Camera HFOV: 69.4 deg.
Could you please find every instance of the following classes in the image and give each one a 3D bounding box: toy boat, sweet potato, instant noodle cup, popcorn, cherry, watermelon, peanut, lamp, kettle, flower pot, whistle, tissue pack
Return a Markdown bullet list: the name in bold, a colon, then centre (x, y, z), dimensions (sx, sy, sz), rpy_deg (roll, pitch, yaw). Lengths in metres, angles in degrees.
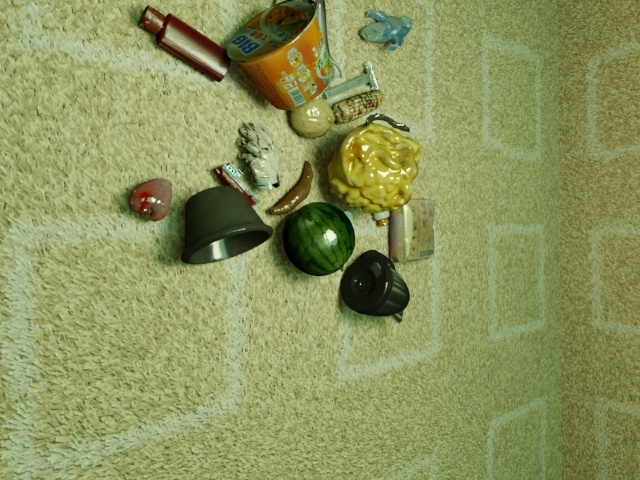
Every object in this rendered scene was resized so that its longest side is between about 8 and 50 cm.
- **toy boat**: centre (-0.251, -0.171, 1.418), dimensions (0.059, 0.069, 0.173), rpy_deg (-48, 113, -19)
- **sweet potato**: centre (-0.081, -0.164, 1.565), dimensions (0.078, 0.058, 0.255), rpy_deg (39, 61, -10)
- **instant noodle cup**: centre (-0.105, -0.549, 1.400), dimensions (0.297, 0.296, 0.214), rpy_deg (-60, 142, -22)
- **popcorn**: centre (0.187, -0.278, 1.592), dimensions (0.349, 0.348, 0.382), rpy_deg (-50, 155, -27)
- **cherry**: centre (-0.453, -0.106, 1.247), dimensions (0.106, 0.086, 0.126), rpy_deg (60, 38, -20)
- **watermelon**: centre (-0.003, -0.004, 1.511), dimensions (0.242, 0.242, 0.243), rpy_deg (0, 90, -39)
- **peanut**: centre (-0.025, -0.422, 1.573), dimensions (0.159, 0.109, 0.141), rpy_deg (-5, 121, -28)
- **lamp**: centre (0.167, -0.119, 1.735), dimensions (0.198, 0.056, 0.050), rpy_deg (-27, 106, -16)
- **kettle**: centre (0.226, 0.184, 1.749), dimensions (0.271, 0.251, 0.207), rpy_deg (27, 104, -43)
- **flower pot**: centre (-0.283, -0.050, 1.309), dimensions (0.268, 0.269, 0.167), rpy_deg (-15, 78, -38)
- **whistle**: centre (0.265, -0.829, 1.822), dimensions (0.269, 0.093, 0.180), rpy_deg (-28, 83, -35)
- **tissue pack**: centre (0.379, -0.046, 1.891), dimensions (0.214, 0.122, 0.257), rpy_deg (-5, 92, -37)

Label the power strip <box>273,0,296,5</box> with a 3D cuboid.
- **power strip**: centre (-0.126, -0.723, 1.543), dimensions (0.092, 0.034, 0.268), rpy_deg (20, 78, -37)

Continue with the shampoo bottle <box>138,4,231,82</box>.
- **shampoo bottle**: centre (-0.382, -0.563, 1.317), dimensions (0.260, 0.064, 0.102), rpy_deg (24, 73, -36)

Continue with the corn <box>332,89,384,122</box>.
- **corn**: centre (0.149, -0.506, 1.732), dimensions (0.253, 0.086, 0.086), rpy_deg (-32, 109, -36)

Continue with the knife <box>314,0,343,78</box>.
- **knife**: centre (0.003, -0.711, 1.635), dimensions (0.123, 0.053, 0.279), rpy_deg (-12, 97, -34)

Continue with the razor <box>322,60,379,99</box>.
- **razor**: centre (0.117, -0.580, 1.723), dimensions (0.277, 0.056, 0.111), rpy_deg (-34, 112, -34)

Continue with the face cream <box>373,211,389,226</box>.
- **face cream**: centre (0.229, -0.146, 1.815), dimensions (0.072, 0.051, 0.182), rpy_deg (-21, 101, -32)

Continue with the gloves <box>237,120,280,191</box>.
- **gloves**: centre (-0.185, -0.269, 1.453), dimensions (0.127, 0.111, 0.213), rpy_deg (-22, 111, -32)
